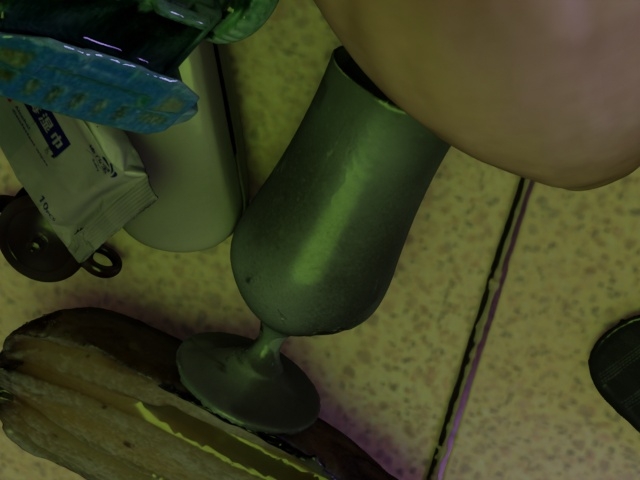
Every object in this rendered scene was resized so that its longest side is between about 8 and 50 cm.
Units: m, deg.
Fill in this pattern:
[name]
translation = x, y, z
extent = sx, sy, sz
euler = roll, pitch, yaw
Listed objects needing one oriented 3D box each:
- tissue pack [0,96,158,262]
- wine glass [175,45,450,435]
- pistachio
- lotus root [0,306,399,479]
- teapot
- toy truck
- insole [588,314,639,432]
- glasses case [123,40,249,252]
[tissue pack]
translation = -0.173, -0.087, 0.858
extent = 0.193, 0.026, 0.122
euler = 58, 142, 0
[wine glass]
translation = 0.000, 0.000, 0.856
extent = 0.103, 0.103, 0.231
euler = 27, 116, 0
[pistachio]
translation = 0.095, -0.136, 0.694
extent = 0.214, 0.193, 0.318
euler = 14, 159, 34
[lotus root]
translation = -0.059, 0.136, 0.958
extent = 0.329, 0.078, 0.167
euler = 27, 141, -3
[teapot]
translation = -0.178, -0.002, 0.930
extent = 0.100, 0.045, 0.068
euler = 29, 120, 0
[toy truck]
translation = -0.134, -0.183, 0.702
extent = 0.155, 0.278, 0.156
euler = 13, 139, -40
[insole]
translation = 0.299, 0.155, 0.913
extent = 0.309, 0.012, 0.110
euler = 43, 118, -9
[glasses case]
translation = -0.101, -0.102, 0.854
extent = 0.092, 0.059, 0.233
euler = -1, 116, 22
